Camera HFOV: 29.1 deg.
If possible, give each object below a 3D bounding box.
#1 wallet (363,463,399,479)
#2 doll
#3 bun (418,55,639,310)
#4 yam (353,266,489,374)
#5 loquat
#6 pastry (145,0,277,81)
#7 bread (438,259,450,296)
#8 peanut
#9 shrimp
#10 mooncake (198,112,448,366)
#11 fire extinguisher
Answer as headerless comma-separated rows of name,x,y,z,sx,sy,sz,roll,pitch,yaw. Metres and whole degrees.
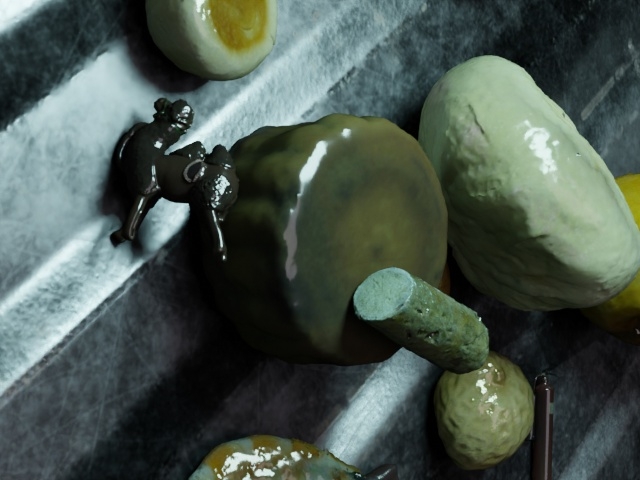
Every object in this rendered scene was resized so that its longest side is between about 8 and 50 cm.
wallet,0.023,0.390,1.487,0.229,0.049,0.182,-18,104,-42
doll,-0.147,-0.065,1.268,0.057,0.139,0.165,66,34,-74
bun,0.246,-0.051,1.572,0.213,0.361,0.361,-35,120,0
yam,0.114,0.087,1.346,0.179,0.078,0.078,33,67,-41
loquat,0.492,0.018,1.813,0.275,0.275,0.274,0,90,-45
pastry,-0.115,-0.247,1.319,0.156,0.092,0.156,-3,95,-43
bread,0.115,0.024,1.564,0.114,0.077,0.189,-42,121,-32
peanut,0.217,0.223,1.639,0.141,0.109,0.159,-22,107,-44
shrimp,-0.075,0.317,1.349,0.185,0.068,0.287,42,51,-14
mooncake,0.000,0.000,1.385,0.290,0.161,0.290,-3,94,-46
fire extinguisher,0.319,0.267,1.802,0.049,0.035,0.173,2,88,-7
